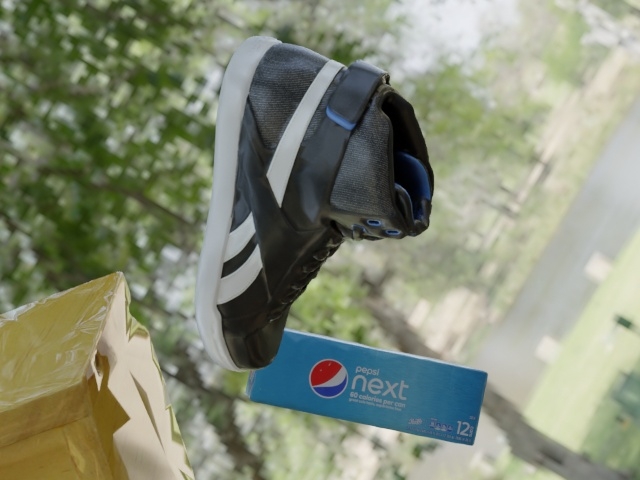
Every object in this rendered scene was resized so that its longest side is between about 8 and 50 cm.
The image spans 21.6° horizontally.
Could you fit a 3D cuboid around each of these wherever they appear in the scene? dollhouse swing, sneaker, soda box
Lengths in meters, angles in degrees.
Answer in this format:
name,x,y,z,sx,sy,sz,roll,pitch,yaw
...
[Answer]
name,x,y,z,sx,sy,sz,roll,pitch,yaw
dollhouse swing,-0.275,0.264,1.383,0.315,0.305,0.347,-85,-19,-69
sneaker,0.000,0.000,0.940,0.079,0.121,0.217,-50,-29,-50
soda box,0.041,0.131,1.536,0.067,0.210,0.071,178,104,-83
